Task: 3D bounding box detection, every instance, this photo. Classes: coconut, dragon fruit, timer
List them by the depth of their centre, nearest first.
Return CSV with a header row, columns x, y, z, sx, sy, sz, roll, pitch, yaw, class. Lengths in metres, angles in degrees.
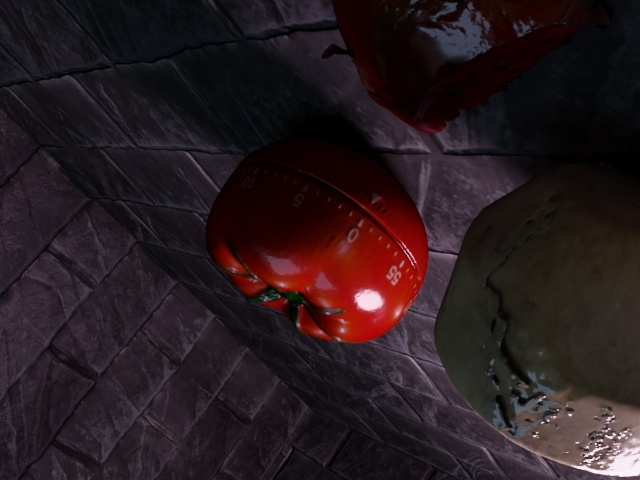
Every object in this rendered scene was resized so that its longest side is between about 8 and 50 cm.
x,y,z,sx,sy,sz,roll,pitch,yaw,class
0.102,-0.240,0.764,0.282,0.100,0.343,43,157,-6,dragon fruit
0.298,0.100,0.788,0.353,0.352,0.352,31,158,14,coconut
0.000,0.000,1.156,0.378,0.279,0.378,29,158,13,timer
